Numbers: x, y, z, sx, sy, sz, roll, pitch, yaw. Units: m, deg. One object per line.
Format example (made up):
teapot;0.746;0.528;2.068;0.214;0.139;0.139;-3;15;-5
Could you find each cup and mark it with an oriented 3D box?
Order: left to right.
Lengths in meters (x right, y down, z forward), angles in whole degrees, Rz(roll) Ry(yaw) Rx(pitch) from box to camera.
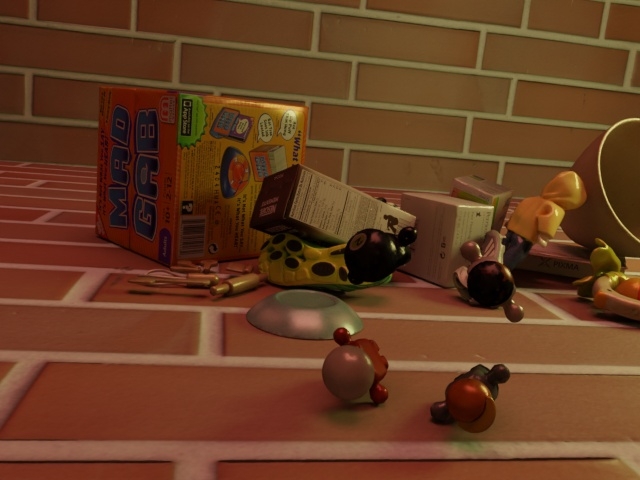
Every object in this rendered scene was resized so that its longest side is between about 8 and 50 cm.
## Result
cup;0.721;-0.097;1.503;0.330;0.331;0.237;1;-16;-20

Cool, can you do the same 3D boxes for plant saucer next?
plant saucer;-0.024;0.112;1.015;0.194;0.038;0.195;5;10;-1

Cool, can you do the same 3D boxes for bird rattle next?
bird rattle;0.635;0.113;1.223;0.253;0.143;0.207;24;29;22

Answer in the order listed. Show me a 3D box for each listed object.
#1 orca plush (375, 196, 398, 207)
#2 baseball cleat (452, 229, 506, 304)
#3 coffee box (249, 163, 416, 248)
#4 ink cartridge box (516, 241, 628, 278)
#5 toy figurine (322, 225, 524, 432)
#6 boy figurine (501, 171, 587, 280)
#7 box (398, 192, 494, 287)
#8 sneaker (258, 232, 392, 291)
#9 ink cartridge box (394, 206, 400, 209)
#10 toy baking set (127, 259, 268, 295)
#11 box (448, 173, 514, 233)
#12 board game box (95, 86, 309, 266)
orca plush;0.145;-0.033;1.692;0.102;0.151;0.287;46;26;22
baseball cleat;0.323;0.048;1.250;0.109;0.072;0.206;2;38;8
coffee box;0.026;-0.040;1.292;0.297;0.119;0.168;21;-14;-26
ink cartridge box;0.592;0.054;1.530;0.296;0.066;0.261;9;11;23
toy figurine;0.118;0.096;0.705;0.209;0.213;0.148;14;1;18
boy figurine;0.476;-0.035;1.386;0.092;0.285;0.177;43;-1;-15
box;0.271;-0.006;1.384;0.119;0.181;0.182;-2;14;-34
sneaker;0.004;0.057;1.216;0.295;0.110;0.123;6;-18;30
ink cartridge box;0.324;-0.006;1.695;0.275;0.060;0.239;-5;43;-50
toy baking set;-0.226;0.073;1.158;0.196;0.030;0.256;7;10;25
box;0.361;-0.040;1.471;0.114;0.203;0.103;31;31;35
board game box;-0.287;-0.163;1.471;0.356;0.357;0.356;-5;15;-44
